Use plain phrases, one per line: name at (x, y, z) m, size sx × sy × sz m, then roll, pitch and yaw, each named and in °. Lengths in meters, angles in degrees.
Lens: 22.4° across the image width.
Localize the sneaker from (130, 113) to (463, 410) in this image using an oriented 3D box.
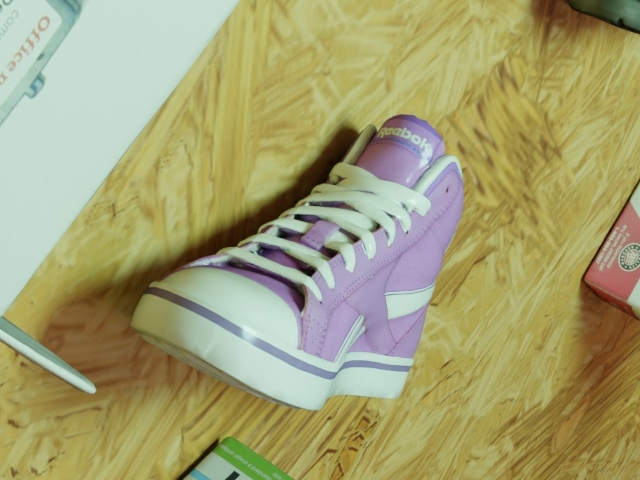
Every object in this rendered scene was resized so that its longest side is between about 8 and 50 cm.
sneaker at (-0.001, 0.000, 0.858) m, size 0.161 × 0.102 × 0.282 m, roll -67°, pitch 163°, yaw 5°

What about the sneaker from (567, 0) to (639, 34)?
sneaker at (0.239, -0.200, 1.075) m, size 0.227 × 0.087 × 0.130 m, roll -20°, pitch 130°, yaw -56°

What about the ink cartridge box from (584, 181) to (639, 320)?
ink cartridge box at (0.357, 0.026, 1.341) m, size 0.159 × 0.218 × 0.092 m, roll -59°, pitch 153°, yaw -2°

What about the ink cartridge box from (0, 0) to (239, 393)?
ink cartridge box at (-0.154, -0.106, 0.366) m, size 0.119 × 0.207 × 0.353 m, roll -54°, pitch 153°, yaw -9°

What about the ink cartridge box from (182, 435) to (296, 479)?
ink cartridge box at (-0.064, 0.263, 0.890) m, size 0.255 × 0.188 × 0.097 m, roll -43°, pitch 149°, yaw -30°
